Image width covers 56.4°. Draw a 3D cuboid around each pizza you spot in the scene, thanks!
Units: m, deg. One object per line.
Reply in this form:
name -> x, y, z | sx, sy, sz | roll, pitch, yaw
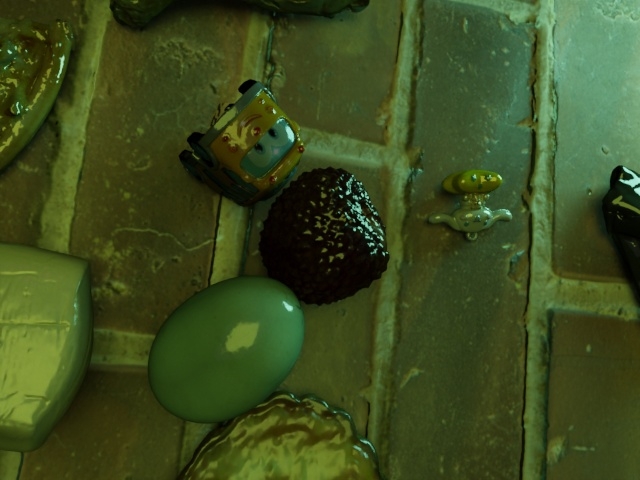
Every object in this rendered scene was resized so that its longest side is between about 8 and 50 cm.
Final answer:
pizza -> -0.502, -0.219, 0.842 | 0.223, 0.089, 0.323 | 30, 76, -7

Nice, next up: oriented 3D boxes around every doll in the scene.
doll -> 0.233, -0.056, 0.956 | 0.135, 0.071, 0.113 | -26, 103, -7

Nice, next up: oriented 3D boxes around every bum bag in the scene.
bum bag -> 0.561, 0.024, 0.983 | 0.142, 0.080, 0.326 | -23, 84, -17

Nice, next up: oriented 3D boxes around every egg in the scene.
egg -> -0.122, 0.142, 0.789 | 0.231, 0.168, 0.168 | -39, 88, 8

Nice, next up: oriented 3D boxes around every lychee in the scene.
lychee -> 0.000, 0.000, 0.846 | 0.188, 0.188, 0.188 | 2, 80, -10

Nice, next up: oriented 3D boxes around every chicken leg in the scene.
chicken leg -> -0.137, -0.411, 0.912 | 0.430, 0.201, 0.152 | -15, 54, -7

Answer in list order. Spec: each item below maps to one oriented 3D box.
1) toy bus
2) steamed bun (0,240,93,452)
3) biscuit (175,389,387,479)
toy bus -> -0.103, -0.122, 0.834 | 0.136, 0.209, 0.126 | 44, 74, -11
steamed bun -> -0.393, 0.131, 0.760 | 0.200, 0.155, 0.250 | 10, 72, -11
biscuit -> -0.044, 0.390, 0.817 | 0.335, 0.078, 0.329 | 46, 73, 0
